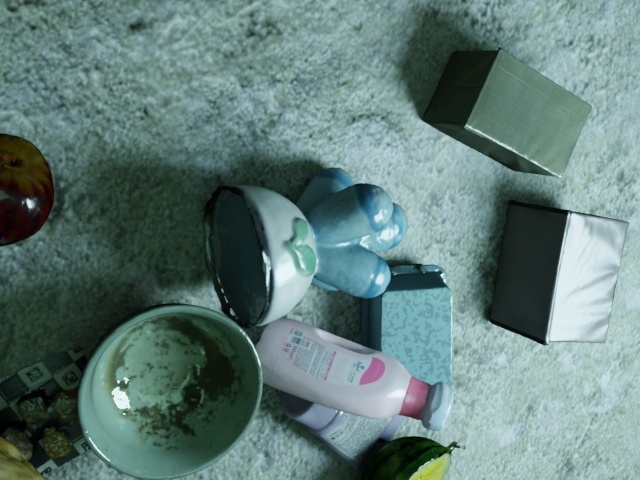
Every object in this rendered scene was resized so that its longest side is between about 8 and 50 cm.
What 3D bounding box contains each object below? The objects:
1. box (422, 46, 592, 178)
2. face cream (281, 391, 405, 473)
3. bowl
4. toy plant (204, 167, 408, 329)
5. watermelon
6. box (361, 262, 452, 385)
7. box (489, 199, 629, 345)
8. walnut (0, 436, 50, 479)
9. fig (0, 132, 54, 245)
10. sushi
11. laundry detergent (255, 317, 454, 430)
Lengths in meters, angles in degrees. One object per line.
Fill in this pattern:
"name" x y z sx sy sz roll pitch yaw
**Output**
"box" 0.336 -0.231 1.425 0.231 0.149 0.155 22 92 -26
"face cream" 0.048 0.332 1.464 0.274 0.096 0.154 39 82 -38
"bowl" -0.251 0.221 1.272 0.289 0.146 0.289 -5 105 -21
"toy plant" 0.000 0.000 1.307 0.332 0.247 0.247 -11 105 -28
"watermelon" 0.152 0.451 1.496 0.232 0.127 0.204 -56 148 -2
"box" 0.160 0.162 1.444 0.162 0.130 0.226 -3 104 -7
"box" 0.455 0.061 1.519 0.153 0.188 0.252 5 97 -24
"walnut" -0.512 0.414 1.121 0.277 0.313 0.251 -9 71 -4
"fig" -0.458 -0.049 1.125 0.148 0.149 0.202 -2 106 -29
"sushi" -0.446 0.293 1.261 0.210 0.040 0.192 -25 109 -17
"laundry detergent" 0.055 0.230 1.328 0.335 0.159 0.087 18 124 8
